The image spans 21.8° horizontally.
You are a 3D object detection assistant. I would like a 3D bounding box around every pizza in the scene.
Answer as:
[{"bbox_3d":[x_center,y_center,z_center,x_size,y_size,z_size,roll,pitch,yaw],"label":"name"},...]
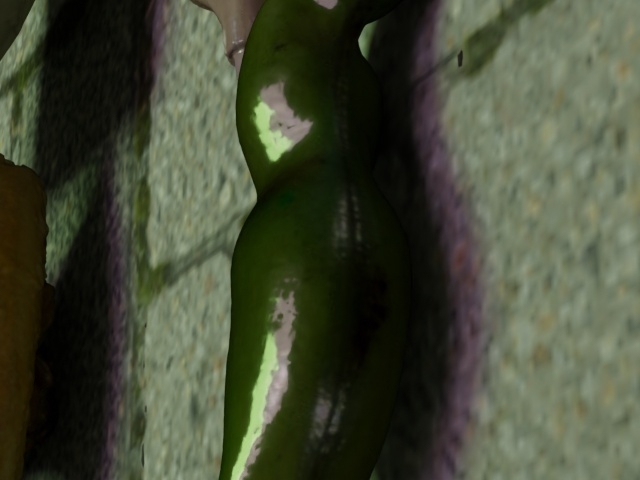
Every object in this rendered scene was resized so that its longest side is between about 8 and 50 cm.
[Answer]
[{"bbox_3d":[-0.152,0.068,0.700,0.194,0.069,0.154,133,139,-56],"label":"pizza"}]

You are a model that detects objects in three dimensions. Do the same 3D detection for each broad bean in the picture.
[{"bbox_3d":[0.000,0.000,0.452,0.070,0.048,0.214,-17,63,61],"label":"broad bean"}]

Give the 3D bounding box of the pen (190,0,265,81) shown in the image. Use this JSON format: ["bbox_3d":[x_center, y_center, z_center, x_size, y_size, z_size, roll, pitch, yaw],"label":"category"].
[{"bbox_3d":[-0.030,-0.131,0.575,0.053,0.032,0.197,-47,40,45],"label":"pen"}]

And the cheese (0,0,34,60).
[{"bbox_3d":[-0.157,-0.147,0.712,0.159,0.093,0.263,-30,40,62],"label":"cheese"}]
